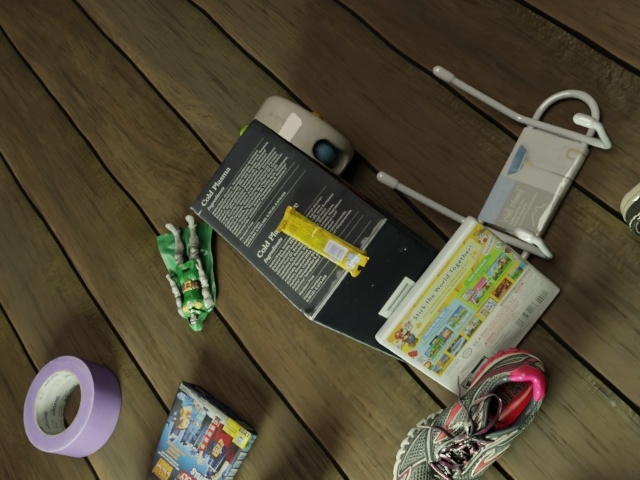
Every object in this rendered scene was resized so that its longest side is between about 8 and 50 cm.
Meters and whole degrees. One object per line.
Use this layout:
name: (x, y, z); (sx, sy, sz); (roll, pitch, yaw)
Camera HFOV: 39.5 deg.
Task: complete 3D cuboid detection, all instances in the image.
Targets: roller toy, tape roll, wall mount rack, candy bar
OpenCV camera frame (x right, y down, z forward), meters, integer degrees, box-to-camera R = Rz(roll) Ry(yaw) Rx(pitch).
roller toy: (-0.042, -0.168, 1.616); (0.191, 0.209, 0.146); (33, 90, -2)
tape roll: (-0.491, 0.328, 1.764); (0.189, 0.080, 0.189); (-13, 63, 28)
wall mount rack: (0.279, -0.125, 1.430); (0.304, 0.130, 0.350); (26, 85, 37)
candy bar: (0.000, 0.000, 1.197); (0.161, 0.018, 0.040); (31, 93, 36)

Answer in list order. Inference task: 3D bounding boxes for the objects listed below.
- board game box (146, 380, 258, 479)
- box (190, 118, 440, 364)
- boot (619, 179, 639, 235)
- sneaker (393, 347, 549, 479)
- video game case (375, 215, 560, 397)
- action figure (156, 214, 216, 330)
board game box: (-0.218, 0.382, 1.581); (0.194, 0.060, 0.194); (28, 88, 37)
box: (0.029, 0.009, 1.399); (0.312, 0.343, 0.179); (39, 95, 36)
boot: (0.608, 0.008, 1.169); (0.377, 0.138, 0.284); (-15, 63, 21)
sneaker: (0.211, 0.280, 1.291); (0.121, 0.112, 0.299); (38, 95, 3)
video game case: (0.223, 0.107, 1.330); (0.227, 0.206, 0.026); (-52, 27, 4)
action figure: (-0.253, 0.068, 1.735); (0.137, 0.063, 0.232); (-23, 64, 19)
